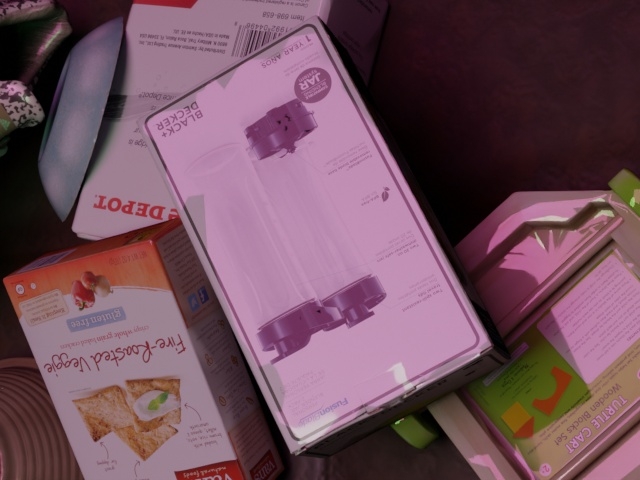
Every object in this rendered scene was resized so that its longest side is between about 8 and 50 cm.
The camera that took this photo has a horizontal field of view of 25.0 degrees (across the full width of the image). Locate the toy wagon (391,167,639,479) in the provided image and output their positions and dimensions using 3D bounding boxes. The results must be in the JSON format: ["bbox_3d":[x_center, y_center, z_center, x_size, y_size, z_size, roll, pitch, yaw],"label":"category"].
[{"bbox_3d":[0.212,0.124,1.070,0.267,0.068,0.344,-44,62,11],"label":"toy wagon"}]

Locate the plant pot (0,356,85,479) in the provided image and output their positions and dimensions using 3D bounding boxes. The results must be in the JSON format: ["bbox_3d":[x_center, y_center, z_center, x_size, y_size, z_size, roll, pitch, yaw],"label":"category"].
[{"bbox_3d":[-0.295,0.215,1.282,0.237,0.110,0.237,-7,74,26],"label":"plant pot"}]

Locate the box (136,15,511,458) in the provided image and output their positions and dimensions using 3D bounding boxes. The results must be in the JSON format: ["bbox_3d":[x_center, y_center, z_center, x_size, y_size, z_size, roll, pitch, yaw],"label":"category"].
[{"bbox_3d":[0.000,0.000,1.088,0.169,0.087,0.290,-30,72,8],"label":"box"}]

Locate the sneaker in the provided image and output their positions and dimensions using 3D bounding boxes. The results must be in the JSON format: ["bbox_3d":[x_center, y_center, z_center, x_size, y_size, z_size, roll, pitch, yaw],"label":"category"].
[{"bbox_3d":[-0.343,-0.100,1.292,0.182,0.158,0.410,-8,46,28],"label":"sneaker"}]

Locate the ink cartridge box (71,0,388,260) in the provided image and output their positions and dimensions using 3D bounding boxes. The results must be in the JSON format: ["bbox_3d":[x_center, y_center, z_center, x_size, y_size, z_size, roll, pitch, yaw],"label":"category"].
[{"bbox_3d":[-0.078,-0.107,1.253,0.197,0.114,0.272,11,81,29],"label":"ink cartridge box"}]

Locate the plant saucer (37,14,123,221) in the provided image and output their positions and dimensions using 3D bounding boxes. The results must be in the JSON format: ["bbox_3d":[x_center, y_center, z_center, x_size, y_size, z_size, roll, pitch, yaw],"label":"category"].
[{"bbox_3d":[-0.222,-0.115,1.302,0.195,0.037,0.194,-164,90,-75],"label":"plant saucer"}]

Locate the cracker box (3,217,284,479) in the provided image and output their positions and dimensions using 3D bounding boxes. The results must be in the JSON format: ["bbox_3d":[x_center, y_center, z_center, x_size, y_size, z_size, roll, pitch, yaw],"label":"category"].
[{"bbox_3d":[-0.144,0.111,1.187,0.156,0.067,0.232,-14,103,28],"label":"cracker box"}]
